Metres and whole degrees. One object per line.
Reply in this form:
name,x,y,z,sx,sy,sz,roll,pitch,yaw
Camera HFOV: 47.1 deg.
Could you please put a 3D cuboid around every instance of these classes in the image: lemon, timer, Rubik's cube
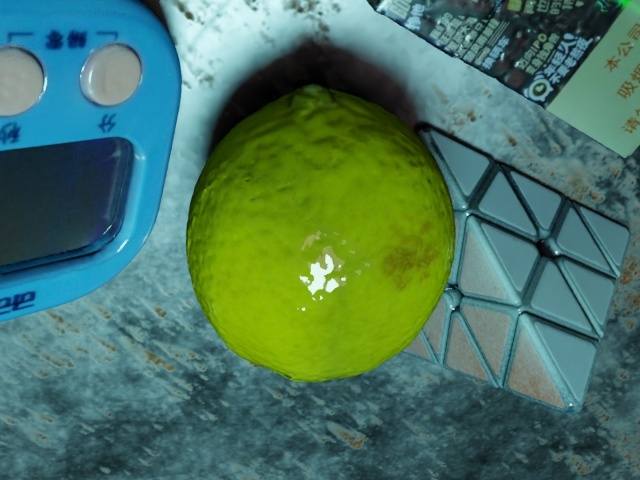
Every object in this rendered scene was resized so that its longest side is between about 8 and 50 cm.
lemon,-0.001,0.000,0.672,0.267,0.267,0.267,-4,127,-6
timer,-0.282,-0.065,0.583,0.340,0.115,0.309,-16,136,-42
Rubik's cube,0.194,0.040,0.796,0.233,0.229,0.228,18,85,20

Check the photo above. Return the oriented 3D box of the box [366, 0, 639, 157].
box,0.215,-0.225,0.639,0.310,0.084,0.198,23,120,-24
